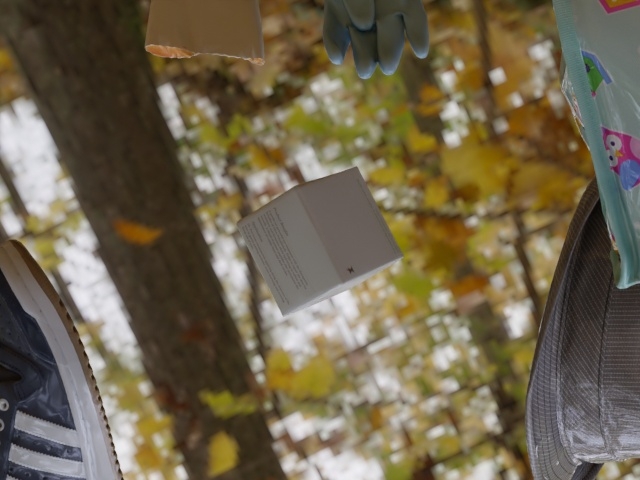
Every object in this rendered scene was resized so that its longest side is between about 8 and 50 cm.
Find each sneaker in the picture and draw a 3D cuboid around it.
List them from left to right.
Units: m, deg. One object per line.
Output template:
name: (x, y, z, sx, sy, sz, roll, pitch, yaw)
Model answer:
sneaker: (-0.224, 0.146, 1.266, 0.153, 0.282, 0.099, -21, -152, -15)

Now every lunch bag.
lunch bag: (0.255, -0.127, 1.125, 0.223, 0.262, 0.160, -13, -166, 12)

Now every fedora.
fedora: (0.252, 0.070, 1.362, 0.124, 0.244, 0.275, 7, -133, 23)

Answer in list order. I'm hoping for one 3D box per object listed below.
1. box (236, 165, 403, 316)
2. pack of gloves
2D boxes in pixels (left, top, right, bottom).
box: (0.000, 0.000, 1.698, 0.087, 0.101, 0.102, -31, 174, 39)
pack of gloves: (-0.020, -0.197, 1.318, 0.195, 0.046, 0.232, 8, -128, -6)
